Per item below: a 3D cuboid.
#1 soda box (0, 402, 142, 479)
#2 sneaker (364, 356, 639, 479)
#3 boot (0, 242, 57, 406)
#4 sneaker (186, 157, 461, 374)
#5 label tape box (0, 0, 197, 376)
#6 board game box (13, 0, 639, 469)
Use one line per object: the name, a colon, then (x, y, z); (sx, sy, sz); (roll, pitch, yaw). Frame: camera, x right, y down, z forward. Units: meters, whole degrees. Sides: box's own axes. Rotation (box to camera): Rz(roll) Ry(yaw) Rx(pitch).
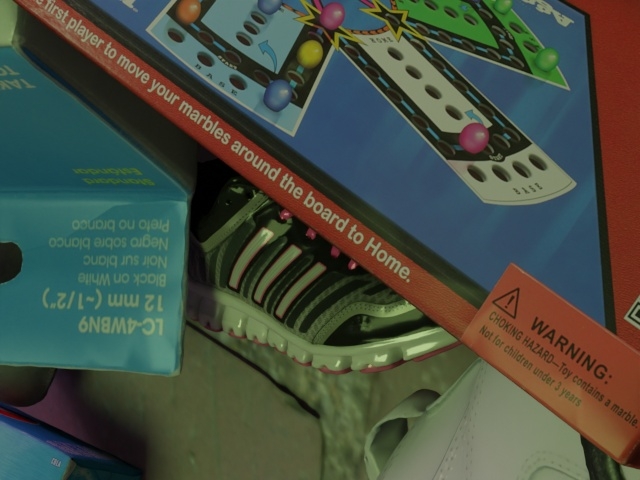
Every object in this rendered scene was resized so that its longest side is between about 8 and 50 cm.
soda box: (-0.198, 0.106, 0.734); (0.210, 0.067, 0.071); (20, 85, 28)
sneaker: (0.128, 0.171, 0.402); (0.210, 0.137, 0.366); (-40, 66, 47)
boot: (-0.155, -0.047, 0.704); (0.190, 0.076, 0.208); (58, 143, 22)
sneaker: (0.000, 0.000, 0.540); (0.170, 0.063, 0.075); (9, 114, 51)
label tape box: (-0.178, -0.123, 0.568); (0.249, 0.115, 0.348); (1, 89, 29)
board game box: (0.012, -0.083, 0.382); (0.281, 0.027, 0.145); (37, 96, 30)
